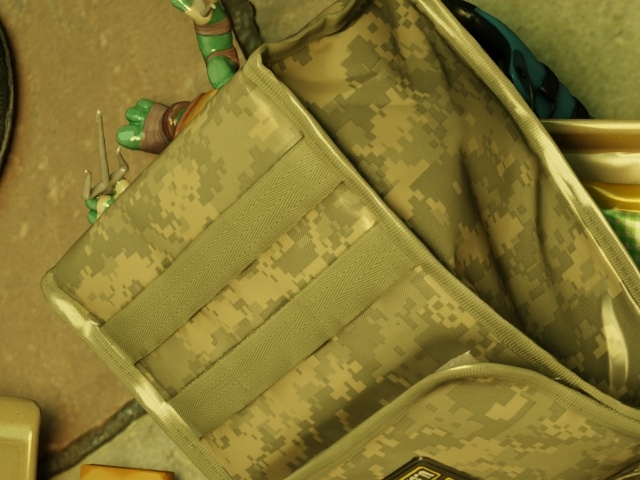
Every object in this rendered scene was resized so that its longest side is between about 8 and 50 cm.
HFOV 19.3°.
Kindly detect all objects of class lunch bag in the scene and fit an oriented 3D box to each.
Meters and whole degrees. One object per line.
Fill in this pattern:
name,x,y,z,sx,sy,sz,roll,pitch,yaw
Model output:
lunch bag,0.032,0.046,0.985,0.287,0.169,0.235,49,134,-1

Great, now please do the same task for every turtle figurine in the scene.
turtle figurine,-0.085,-0.068,1.216,0.118,0.234,0.175,28,69,-8

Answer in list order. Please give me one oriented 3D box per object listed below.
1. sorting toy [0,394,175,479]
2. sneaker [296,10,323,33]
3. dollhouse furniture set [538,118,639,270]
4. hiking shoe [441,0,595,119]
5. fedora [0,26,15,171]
sorting toy,-0.248,0.218,1.285,0.307,0.041,0.229,4,87,17
sneaker,0.000,0.000,1.154,0.121,0.108,0.302,34,127,19
dollhouse furniture set,0.216,0.038,0.959,0.301,0.151,0.198,1,96,19
hiking shoe,0.124,-0.040,1.118,0.113,0.132,0.304,-48,57,7
fedora,-0.401,-0.099,1.445,0.334,0.152,0.334,-11,68,28
